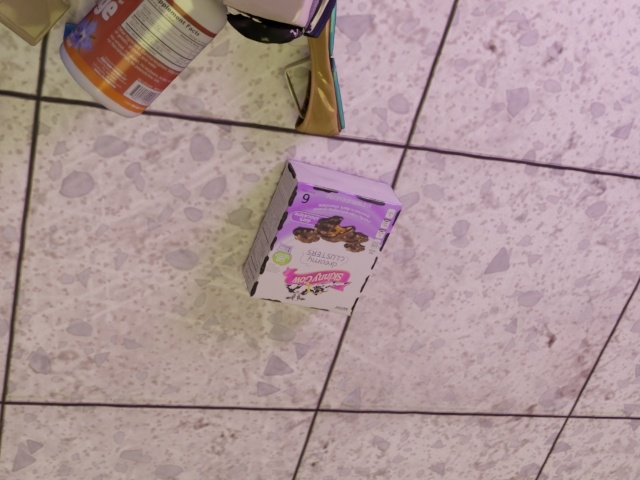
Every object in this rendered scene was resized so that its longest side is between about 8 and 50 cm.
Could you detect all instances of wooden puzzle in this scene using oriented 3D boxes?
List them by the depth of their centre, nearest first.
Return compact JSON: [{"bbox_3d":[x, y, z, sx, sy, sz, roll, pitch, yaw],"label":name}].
[{"bbox_3d":[-0.338,-0.270,1.069,0.078,0.014,0.116,-35,126,13],"label":"wooden puzzle"}]

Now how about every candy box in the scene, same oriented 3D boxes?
[{"bbox_3d":[0.000,0.000,1.316,0.165,0.070,0.196,11,118,-23],"label":"candy box"}]

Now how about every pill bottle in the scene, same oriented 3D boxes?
[{"bbox_3d":[-0.185,-0.254,1.058,0.216,0.121,0.121,-43,124,13],"label":"pill bottle"}]

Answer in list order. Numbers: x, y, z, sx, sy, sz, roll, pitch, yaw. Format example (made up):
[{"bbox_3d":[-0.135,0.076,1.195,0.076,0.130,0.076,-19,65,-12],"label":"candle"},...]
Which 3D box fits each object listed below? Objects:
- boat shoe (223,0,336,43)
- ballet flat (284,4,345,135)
[{"bbox_3d":[-0.017,-0.378,0.997,0.127,0.158,0.340,19,99,8],"label":"boat shoe"},{"bbox_3d":[-0.011,-0.231,1.156,0.073,0.080,0.232,-3,124,2],"label":"ballet flat"}]
